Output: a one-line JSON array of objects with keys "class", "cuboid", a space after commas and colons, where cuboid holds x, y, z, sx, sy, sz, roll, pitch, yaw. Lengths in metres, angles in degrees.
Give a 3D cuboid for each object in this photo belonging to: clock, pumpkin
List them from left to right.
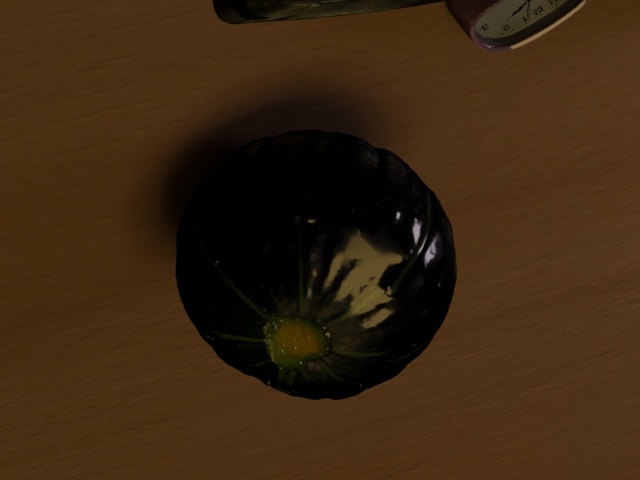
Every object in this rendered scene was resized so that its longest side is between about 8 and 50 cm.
[{"class": "pumpkin", "cuboid": [0.000, 0.000, 1.945, 0.295, 0.296, 0.296, -16, 145, -12]}, {"class": "clock", "cuboid": [0.210, -0.245, 1.880, 0.152, 0.050, 0.110, -32, 145, 10]}]

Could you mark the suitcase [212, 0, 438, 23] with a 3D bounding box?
[{"class": "suitcase", "cuboid": [0.060, -0.265, 1.626, 0.312, 0.128, 0.202, -9, -176, -20]}]
